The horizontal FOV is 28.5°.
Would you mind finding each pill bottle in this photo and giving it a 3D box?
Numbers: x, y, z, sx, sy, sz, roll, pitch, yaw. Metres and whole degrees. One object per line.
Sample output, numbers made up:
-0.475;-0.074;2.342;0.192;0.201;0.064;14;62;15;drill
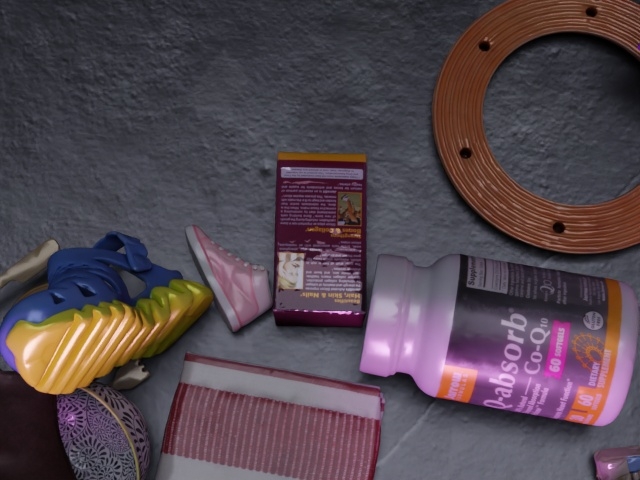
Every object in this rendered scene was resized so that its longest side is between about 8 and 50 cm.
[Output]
0.189;0.101;1.362;0.279;0.162;0.162;9;75;3;pill bottle

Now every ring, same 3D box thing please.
0.300;-0.143;1.497;0.337;0.032;0.336;0;75;-1;ring

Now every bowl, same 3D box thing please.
-0.239;0.213;1.359;0.170;0.170;0.080;43;35;11;bowl

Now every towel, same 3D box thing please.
-0.070;0.301;1.373;0.237;0.037;0.328;10;74;3;towel

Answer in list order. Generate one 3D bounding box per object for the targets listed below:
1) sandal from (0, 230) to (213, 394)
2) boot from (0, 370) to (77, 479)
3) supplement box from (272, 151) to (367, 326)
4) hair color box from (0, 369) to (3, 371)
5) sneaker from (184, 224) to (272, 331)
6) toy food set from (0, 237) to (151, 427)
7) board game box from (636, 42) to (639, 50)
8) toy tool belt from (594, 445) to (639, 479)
-0.240;0.065;1.307;0.138;0.317;0.126;45;105;10;sandal
-0.274;0.232;1.261;0.249;0.090;0.206;1;74;3;boot
0.000;0.000;1.431;0.104;0.081;0.188;1;74;0;supplement box
-0.408;0.164;1.395;0.167;0.053;0.093;35;86;11;hair color box
-0.101;0.032;1.440;0.070;0.051;0.134;-27;78;-11;sneaker
-0.293;0.106;1.430;0.132;0.038;0.192;-35;88;-4;toy food set
0.625;-0.316;1.331;0.356;0.356;0.356;35;60;9;board game box
0.344;0.254;1.384;0.083;0.052;0.051;-7;106;1;toy tool belt
